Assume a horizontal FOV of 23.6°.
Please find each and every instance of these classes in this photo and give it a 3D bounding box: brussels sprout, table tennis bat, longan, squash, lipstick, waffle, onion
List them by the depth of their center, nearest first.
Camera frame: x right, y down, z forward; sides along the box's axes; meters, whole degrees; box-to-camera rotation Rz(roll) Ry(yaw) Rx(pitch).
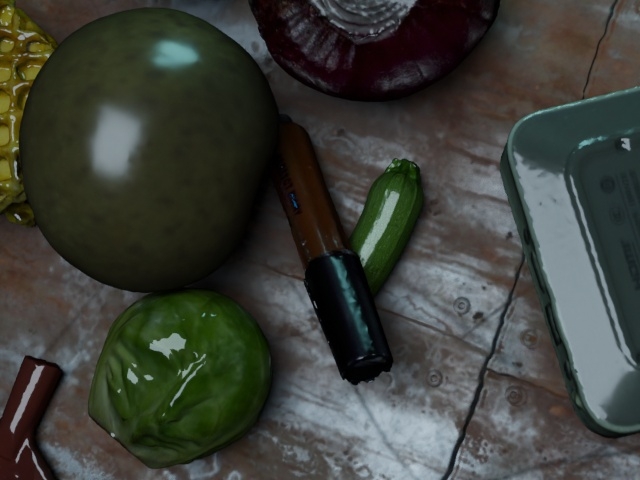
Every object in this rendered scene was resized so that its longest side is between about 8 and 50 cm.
[{"bbox_3d":[0.078,-0.306,1.944,0.337,0.282,0.260,-8,99,-1],"label":"onion"},{"bbox_3d":[0.000,0.000,1.954,0.077,0.077,0.418,-28,53,10],"label":"lipstick"},{"bbox_3d":[-0.218,-0.114,1.956,0.361,0.361,0.361,-3,80,16],"label":"longan"},{"bbox_3d":[-0.179,0.175,1.972,0.244,0.244,0.244,-3,80,16],"label":"brussels sprout"},{"bbox_3d":[0.072,-0.004,1.994,0.077,0.068,0.219,25,88,27],"label":"squash"},{"bbox_3d":[-0.458,0.356,2.100,0.268,0.051,0.414,21,88,18],"label":"table tennis bat"},{"bbox_3d":[-0.458,-0.188,2.146,0.261,0.151,0.324,-46,73,8],"label":"waffle"}]

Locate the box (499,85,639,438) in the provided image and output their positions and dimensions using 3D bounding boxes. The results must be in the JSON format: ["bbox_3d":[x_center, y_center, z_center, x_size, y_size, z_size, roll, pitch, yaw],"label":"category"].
[{"bbox_3d":[0.441,0.005,1.808,0.397,0.111,0.396,-15,76,-6],"label":"box"}]
